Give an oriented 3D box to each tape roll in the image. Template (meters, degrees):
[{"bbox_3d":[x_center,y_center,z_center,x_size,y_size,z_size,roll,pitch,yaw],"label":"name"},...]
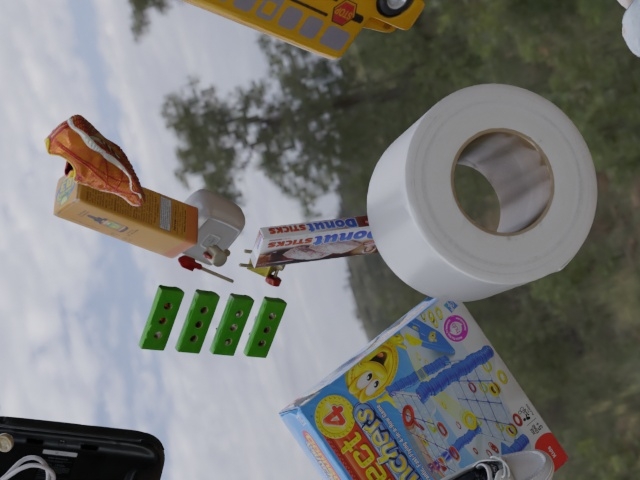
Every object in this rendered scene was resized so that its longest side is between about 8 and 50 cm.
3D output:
[{"bbox_3d":[0.195,-0.054,1.467,0.169,0.246,0.246,140,114,-73],"label":"tape roll"}]

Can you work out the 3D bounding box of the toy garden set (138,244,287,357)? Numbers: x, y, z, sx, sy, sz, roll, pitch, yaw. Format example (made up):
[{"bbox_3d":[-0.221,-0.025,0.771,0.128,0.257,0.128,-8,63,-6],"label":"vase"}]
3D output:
[{"bbox_3d":[-0.166,0.087,1.956,0.049,0.244,0.204,40,114,49],"label":"toy garden set"}]

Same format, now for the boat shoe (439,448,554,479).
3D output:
[{"bbox_3d":[0.200,0.289,1.425,0.063,0.184,0.066,86,163,-45],"label":"boat shoe"}]

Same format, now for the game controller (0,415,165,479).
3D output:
[{"bbox_3d":[-0.407,0.352,1.845,0.166,0.319,0.067,-82,-3,-45],"label":"game controller"}]

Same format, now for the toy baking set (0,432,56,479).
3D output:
[{"bbox_3d":[-0.446,0.306,1.533,0.256,0.196,0.030,50,-159,-3],"label":"toy baking set"}]

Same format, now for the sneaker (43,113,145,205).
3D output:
[{"bbox_3d":[-0.281,-0.093,1.488,0.175,0.067,0.064,47,-167,-47],"label":"sneaker"}]

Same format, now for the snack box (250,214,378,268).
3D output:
[{"bbox_3d":[0.000,0.000,1.549,0.064,0.178,0.022,111,145,-48],"label":"snack box"}]

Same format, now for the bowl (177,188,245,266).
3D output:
[{"bbox_3d":[-0.210,-0.012,2.157,0.142,0.142,0.053,28,-162,-49],"label":"bowl"}]

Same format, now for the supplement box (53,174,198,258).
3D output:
[{"bbox_3d":[-0.314,-0.046,1.939,0.233,0.078,0.080,21,-124,-38],"label":"supplement box"}]

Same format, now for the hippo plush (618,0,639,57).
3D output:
[{"bbox_3d":[0.621,-0.399,1.961,0.294,0.234,0.236,-57,3,41],"label":"hippo plush"}]

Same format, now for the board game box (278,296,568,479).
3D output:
[{"bbox_3d":[0.150,0.278,1.685,0.308,0.302,0.086,55,154,-1],"label":"board game box"}]

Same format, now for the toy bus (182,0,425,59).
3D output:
[{"bbox_3d":[-0.036,-0.300,1.340,0.332,0.130,0.108,13,-150,-45],"label":"toy bus"}]
